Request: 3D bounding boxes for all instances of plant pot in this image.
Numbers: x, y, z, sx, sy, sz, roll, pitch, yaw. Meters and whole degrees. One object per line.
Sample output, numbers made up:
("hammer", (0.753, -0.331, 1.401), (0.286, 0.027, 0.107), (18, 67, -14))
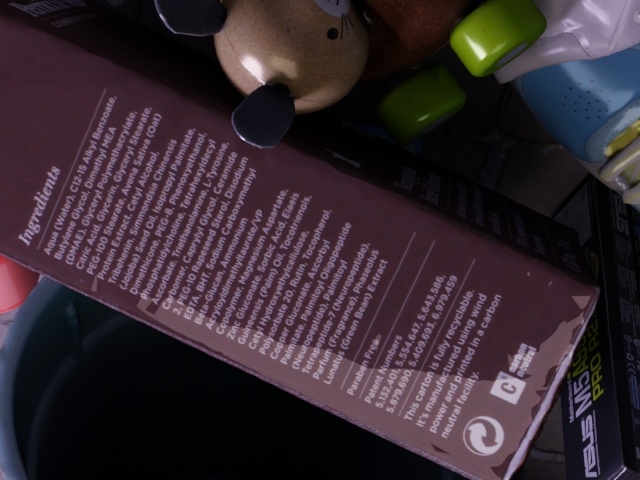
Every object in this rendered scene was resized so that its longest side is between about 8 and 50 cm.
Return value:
("plant pot", (-0.064, 0.204, 1.193), (0.341, 0.341, 0.334), (8, 142, -3))

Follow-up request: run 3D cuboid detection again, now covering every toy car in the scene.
("toy car", (-0.001, -0.124, 0.883), (0.155, 0.188, 0.149), (55, 137, 7))

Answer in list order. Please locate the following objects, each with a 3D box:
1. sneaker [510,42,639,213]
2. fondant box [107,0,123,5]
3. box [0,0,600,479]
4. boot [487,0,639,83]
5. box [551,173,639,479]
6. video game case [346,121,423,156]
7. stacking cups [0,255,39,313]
("sneaker", (0.243, -0.019, 1.007), (0.319, 0.208, 0.127), (30, 130, -21))
("fondant box", (-0.145, -0.308, 0.841), (0.238, 0.096, 0.330), (-32, 122, 31))
("box", (-0.034, -0.013, 0.973), (0.381, 0.191, 0.143), (24, 102, 0))
("boot", (0.192, -0.178, 0.909), (0.258, 0.095, 0.123), (-20, 97, 33))
("box", (0.262, 0.098, 1.076), (0.216, 0.270, 0.060), (24, 131, -18))
("video game case", (0.000, 0.000, 1.093), (0.119, 0.166, 0.015), (9, 169, -3))
("stacking cups", (-0.260, -0.079, 1.092), (0.096, 0.096, 0.316), (-2, 139, 7))
